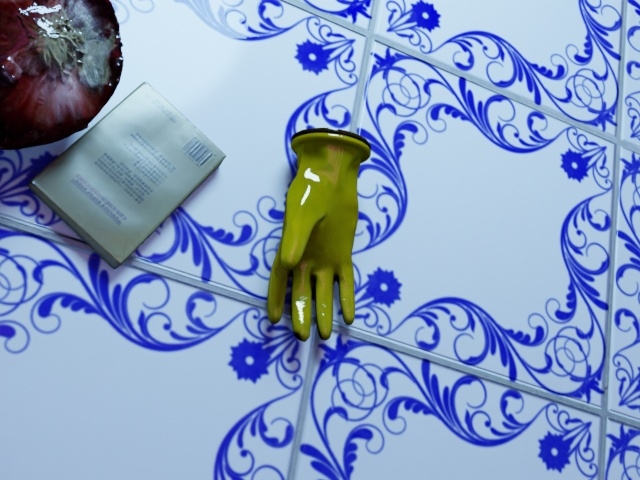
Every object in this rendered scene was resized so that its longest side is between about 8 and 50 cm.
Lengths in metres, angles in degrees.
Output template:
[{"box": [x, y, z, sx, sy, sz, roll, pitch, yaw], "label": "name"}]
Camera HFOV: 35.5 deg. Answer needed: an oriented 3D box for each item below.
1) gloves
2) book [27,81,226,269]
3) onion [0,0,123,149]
[{"box": [0.001, 0.000, 1.405, 0.133, 0.116, 0.294, 11, 73, -14], "label": "gloves"}, {"box": [-0.255, -0.092, 1.351, 0.161, 0.026, 0.231, 44, 59, -4], "label": "book"}, {"box": [-0.396, -0.241, 1.258, 0.272, 0.195, 0.272, -5, 97, -42], "label": "onion"}]
